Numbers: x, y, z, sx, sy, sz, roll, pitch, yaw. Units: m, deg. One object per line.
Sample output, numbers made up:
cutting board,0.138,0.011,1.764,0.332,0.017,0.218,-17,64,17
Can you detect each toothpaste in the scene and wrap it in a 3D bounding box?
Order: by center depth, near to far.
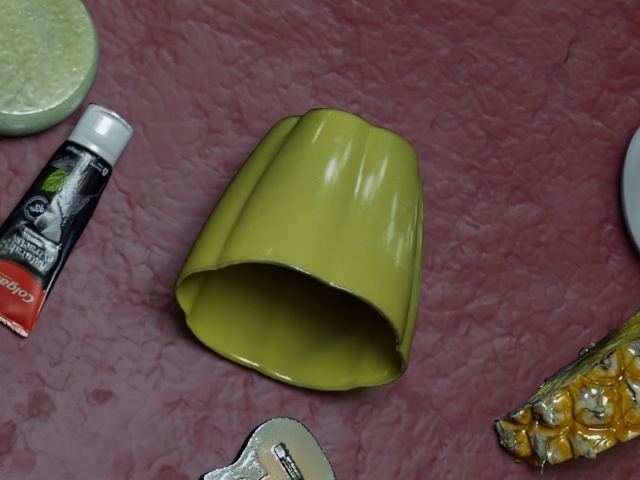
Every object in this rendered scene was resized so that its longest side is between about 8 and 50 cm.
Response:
toothpaste,-0.217,-0.019,1.324,0.071,0.045,0.193,33,77,-6

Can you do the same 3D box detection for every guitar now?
guitar,-0.093,0.229,1.309,0.233,0.025,0.088,-31,87,-19

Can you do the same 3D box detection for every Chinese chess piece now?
Chinese chess piece,-0.254,-0.156,1.336,0.144,0.058,0.144,4,74,-15

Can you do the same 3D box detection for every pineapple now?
pineapple,0.266,0.118,1.381,0.233,0.135,0.079,-33,88,-22

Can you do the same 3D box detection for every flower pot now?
flower pot,0.000,0.000,1.313,0.195,0.195,0.179,24,60,-9

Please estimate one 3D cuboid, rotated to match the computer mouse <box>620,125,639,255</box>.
computer mouse,0.418,-0.046,1.472,0.296,0.121,0.184,5,75,-14
